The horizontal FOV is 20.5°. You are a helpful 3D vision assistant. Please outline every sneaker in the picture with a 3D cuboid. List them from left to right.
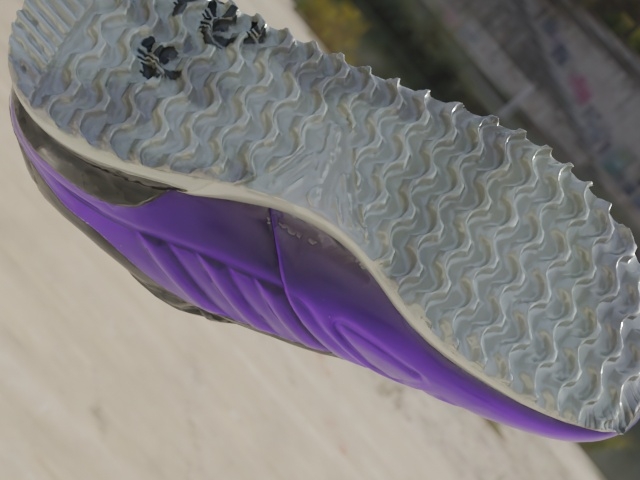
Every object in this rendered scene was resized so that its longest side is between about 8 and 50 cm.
[{"bbox_3d":[0.000,-0.001,0.748,0.293,0.102,0.146,31,-28,-2],"label":"sneaker"}]
